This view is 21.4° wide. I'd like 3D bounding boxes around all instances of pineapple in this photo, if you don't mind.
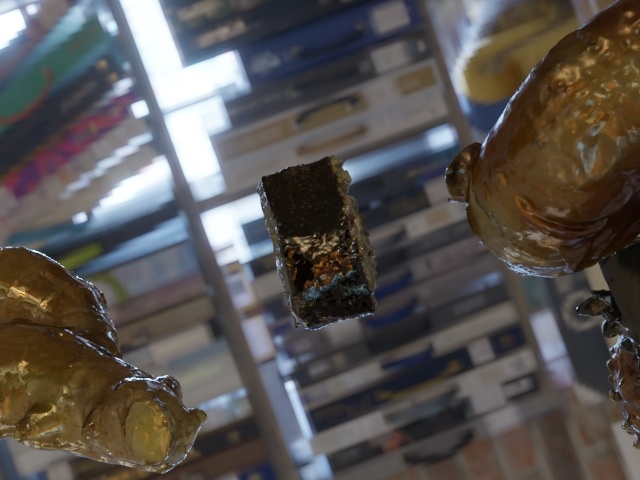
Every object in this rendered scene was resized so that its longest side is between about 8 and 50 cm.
[{"bbox_3d":[0.271,0.077,1.214,0.279,0.157,0.158,52,-166,-57],"label":"pineapple"}]

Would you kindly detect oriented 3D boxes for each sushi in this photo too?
[{"bbox_3d":[0.000,0.000,1.298,0.150,0.078,0.090,-105,2,-51],"label":"sushi"}]

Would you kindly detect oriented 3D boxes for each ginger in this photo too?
[{"bbox_3d":[-0.238,0.121,1.544,0.363,0.348,0.122,-50,-37,-63],"label":"ginger"}]

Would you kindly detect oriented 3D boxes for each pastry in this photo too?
[{"bbox_3d":[0.188,-0.069,1.038,0.100,0.218,0.229,48,135,22],"label":"pastry"}]
